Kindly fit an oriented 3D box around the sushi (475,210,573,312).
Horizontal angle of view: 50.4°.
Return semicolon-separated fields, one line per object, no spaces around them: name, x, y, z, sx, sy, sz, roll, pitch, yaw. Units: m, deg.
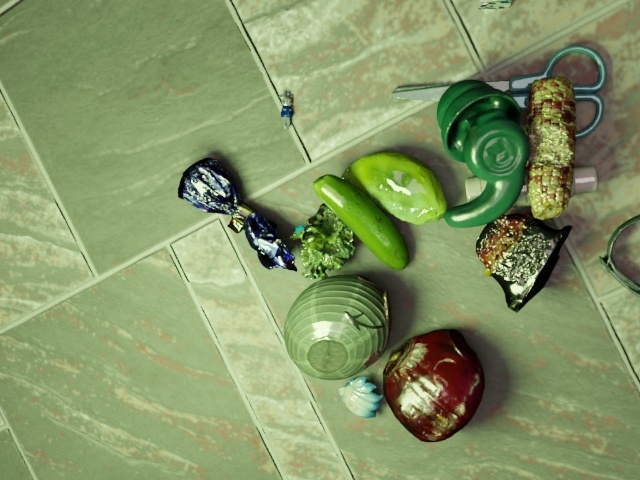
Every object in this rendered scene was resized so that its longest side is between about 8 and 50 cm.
sushi;0.415;0.019;1.444;0.150;0.153;0.172;33;127;26

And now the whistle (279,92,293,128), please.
whistle;-0.081;-0.301;1.581;0.033;0.029;0.083;-1;93;-18

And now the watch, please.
watch;0.706;0.040;1.411;0.193;0.068;0.206;-41;83;19

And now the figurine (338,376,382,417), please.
figurine;0.099;0.377;1.608;0.114;0.079;0.114;9;117;18

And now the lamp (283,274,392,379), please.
lamp;0.042;0.188;1.520;0.233;0.233;0.265;33;125;8

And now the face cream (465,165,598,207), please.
face cream;0.448;-0.113;1.447;0.268;0.082;0.082;-6;96;14

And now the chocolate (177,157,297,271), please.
chocolate;-0.174;-0.046;1.596;0.343;0.148;0.126;40;61;8

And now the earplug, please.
earplug;0.322;-0.195;1.399;0.163;0.257;0.280;-9;53;-10

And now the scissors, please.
scissors;0.375;-0.318;1.463;0.446;0.029;0.193;3;98;13

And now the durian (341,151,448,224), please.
durian;0.169;-0.123;1.505;0.250;0.101;0.139;32;105;13

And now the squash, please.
squash;0.101;-0.045;1.513;0.082;0.082;0.292;-41;106;16

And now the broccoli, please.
broccoli;0.000;0.000;1.536;0.167;0.160;0.154;-42;62;7

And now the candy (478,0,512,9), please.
candy;0.357;-0.565;1.404;0.073;0.092;0.160;-5;98;13

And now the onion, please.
onion;0.260;0.317;1.494;0.216;0.207;0.206;42;108;0

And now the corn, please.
corn;0.460;-0.187;1.364;0.098;0.098;0.290;3;81;14
